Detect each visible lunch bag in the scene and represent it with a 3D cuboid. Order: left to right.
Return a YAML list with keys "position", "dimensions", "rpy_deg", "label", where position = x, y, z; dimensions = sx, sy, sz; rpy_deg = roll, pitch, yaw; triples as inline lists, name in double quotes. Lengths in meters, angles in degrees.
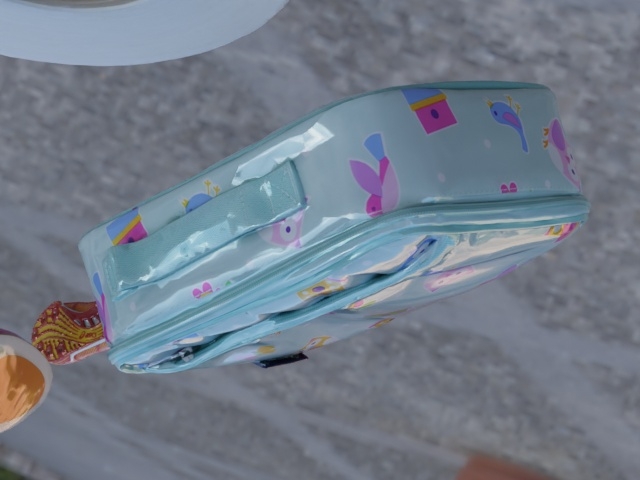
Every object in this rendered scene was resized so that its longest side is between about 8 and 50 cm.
- position: [0.000, 0.000, 1.005]
  dimensions: [0.279, 0.108, 0.224]
  rpy_deg: [-27, 168, 39]
  label: "lunch bag"

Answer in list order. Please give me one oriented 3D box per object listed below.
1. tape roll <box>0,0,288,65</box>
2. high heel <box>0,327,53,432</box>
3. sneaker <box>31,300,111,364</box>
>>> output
- position: [-0.143, -0.209, 0.953]
  dimensions: [0.286, 0.100, 0.286]
  rpy_deg: [2, 156, 1]
  label: "tape roll"
- position: [-0.298, 0.084, 1.200]
  dimensions: [0.117, 0.082, 0.244]
  rpy_deg: [22, -172, 30]
  label: "high heel"
- position: [-0.200, 0.083, 1.564]
  dimensions: [0.175, 0.064, 0.067]
  rpy_deg: [-13, 160, 38]
  label: "sneaker"
